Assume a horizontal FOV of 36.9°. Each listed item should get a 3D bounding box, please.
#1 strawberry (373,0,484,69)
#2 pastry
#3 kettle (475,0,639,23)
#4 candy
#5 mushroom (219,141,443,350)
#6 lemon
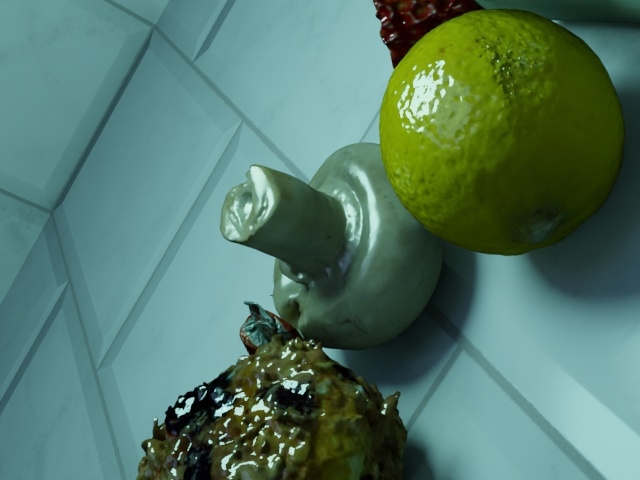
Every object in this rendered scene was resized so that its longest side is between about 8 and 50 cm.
[{"bbox_3d":[0.172,-0.337,1.423,0.178,0.234,0.234,-13,50,16],"label":"strawberry"},{"bbox_3d":[-0.057,0.288,1.143,0.337,0.292,0.405,-58,19,-9],"label":"pastry"},{"bbox_3d":[0.281,-0.344,1.070,0.361,0.250,0.376,-26,20,-17],"label":"kettle"},{"bbox_3d":[-0.054,0.159,1.301,0.086,0.292,0.059,28,67,29],"label":"candy"},{"bbox_3d":[0.000,0.000,1.264,0.292,0.290,0.293,-34,48,48],"label":"mushroom"},{"bbox_3d":[0.199,-0.119,1.069,0.293,0.293,0.293,-38,38,38],"label":"lemon"}]
